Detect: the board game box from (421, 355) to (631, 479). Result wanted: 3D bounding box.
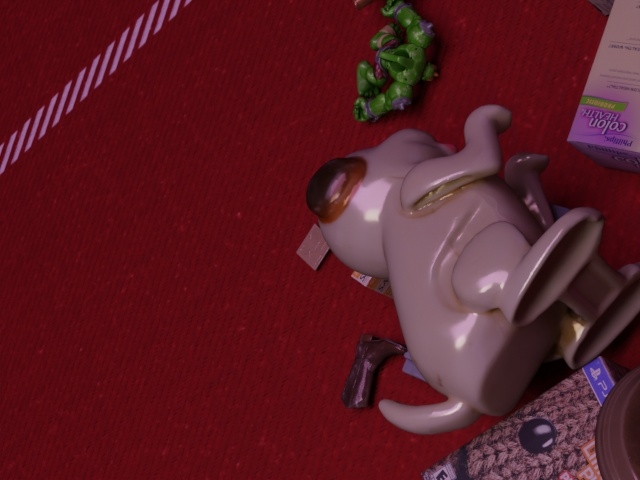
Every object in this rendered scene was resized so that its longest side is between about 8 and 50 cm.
[{"bbox_3d":[0.310,0.327,1.637,0.291,0.141,0.232,-38,54,22],"label":"board game box"}]

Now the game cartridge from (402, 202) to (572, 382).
[{"bbox_3d":[0.246,0.080,1.838,0.198,0.062,0.297,22,88,37],"label":"game cartridge"}]

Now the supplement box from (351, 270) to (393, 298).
[{"bbox_3d":[0.099,0.047,1.935,0.036,0.098,0.062,36,98,40],"label":"supplement box"}]

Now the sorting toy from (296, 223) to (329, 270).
[{"bbox_3d":[0.000,0.000,2.088,0.083,0.012,0.062,-57,44,11],"label":"sorting toy"}]

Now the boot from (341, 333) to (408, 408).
[{"bbox_3d":[0.079,0.200,1.935,0.106,0.037,0.114,6,74,53],"label":"boot"}]

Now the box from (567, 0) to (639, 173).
[{"bbox_3d":[0.473,-0.206,1.720,0.213,0.117,0.243,15,83,41],"label":"box"}]

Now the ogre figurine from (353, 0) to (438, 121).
[{"bbox_3d":[0.116,-0.274,2.044,0.197,0.097,0.118,-56,37,-7],"label":"ogre figurine"}]

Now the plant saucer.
[{"bbox_3d":[0.453,0.241,1.504,0.277,0.041,0.278,3,53,-4],"label":"plant saucer"}]

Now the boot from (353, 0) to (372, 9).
[{"bbox_3d":[0.165,-0.447,2.027,0.280,0.096,0.264,-30,55,11],"label":"boot"}]

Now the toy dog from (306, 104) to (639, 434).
[{"bbox_3d":[0.169,0.018,1.718,0.408,0.284,0.395,44,106,38],"label":"toy dog"}]

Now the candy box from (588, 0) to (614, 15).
[{"bbox_3d":[0.484,-0.415,1.817,0.233,0.071,0.159,-7,70,36],"label":"candy box"}]
